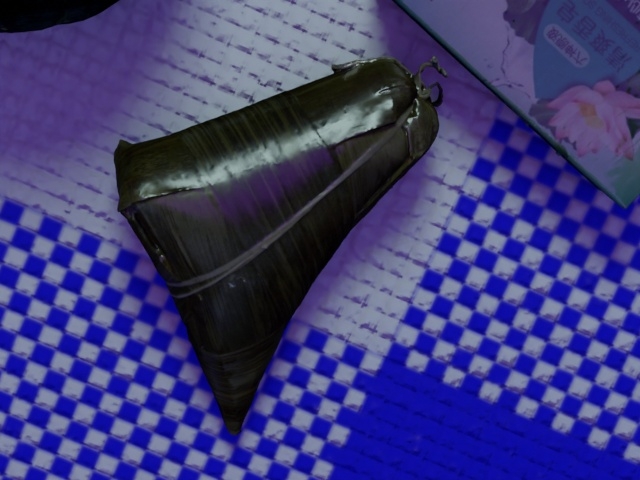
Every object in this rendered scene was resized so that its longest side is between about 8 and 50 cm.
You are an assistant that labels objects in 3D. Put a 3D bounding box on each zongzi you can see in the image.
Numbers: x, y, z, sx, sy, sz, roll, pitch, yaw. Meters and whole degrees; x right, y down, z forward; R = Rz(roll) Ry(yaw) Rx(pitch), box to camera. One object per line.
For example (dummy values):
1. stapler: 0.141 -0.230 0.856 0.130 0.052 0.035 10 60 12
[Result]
1. zongzi: 0.000 0.000 1.117 0.247 0.111 0.241 -23 119 -3

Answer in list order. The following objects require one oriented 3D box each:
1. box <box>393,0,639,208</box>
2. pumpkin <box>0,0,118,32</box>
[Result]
1. box: 0.173 -0.160 1.082 0.245 0.092 0.153 41 98 -8
2. pumpkin: -0.225 -0.280 0.982 0.315 0.238 0.315 2 80 -11
